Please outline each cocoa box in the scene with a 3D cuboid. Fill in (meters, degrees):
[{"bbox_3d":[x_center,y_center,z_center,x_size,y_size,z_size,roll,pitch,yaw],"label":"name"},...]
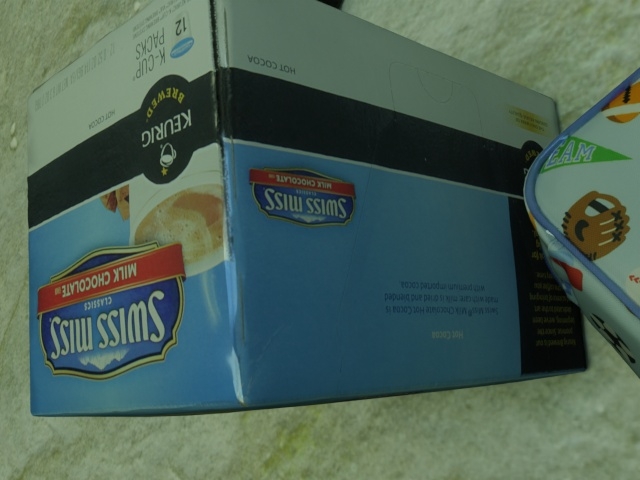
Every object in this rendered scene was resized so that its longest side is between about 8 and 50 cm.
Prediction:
[{"bbox_3d":[0.000,0.000,0.546,0.231,0.347,0.228,-14,76,44],"label":"cocoa box"}]

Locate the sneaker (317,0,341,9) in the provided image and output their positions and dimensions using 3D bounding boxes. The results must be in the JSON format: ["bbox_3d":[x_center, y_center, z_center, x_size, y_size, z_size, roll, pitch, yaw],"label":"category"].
[{"bbox_3d":[-0.080,-0.236,0.828,0.178,0.123,0.296,24,104,35],"label":"sneaker"}]

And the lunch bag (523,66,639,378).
[{"bbox_3d":[0.278,0.007,0.391,0.243,0.115,0.303,-39,55,1],"label":"lunch bag"}]
